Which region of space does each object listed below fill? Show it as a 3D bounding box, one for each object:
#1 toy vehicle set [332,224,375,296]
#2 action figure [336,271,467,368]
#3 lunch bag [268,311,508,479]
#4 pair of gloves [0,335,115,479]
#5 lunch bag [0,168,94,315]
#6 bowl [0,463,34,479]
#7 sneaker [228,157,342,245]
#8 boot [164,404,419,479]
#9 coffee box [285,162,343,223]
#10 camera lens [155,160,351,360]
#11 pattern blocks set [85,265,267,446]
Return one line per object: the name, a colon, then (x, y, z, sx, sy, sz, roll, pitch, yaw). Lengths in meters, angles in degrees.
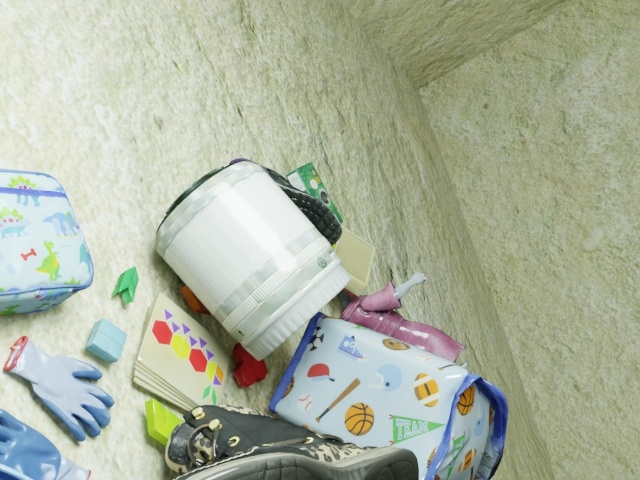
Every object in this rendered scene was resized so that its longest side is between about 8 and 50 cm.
toy vehicle set: (0.000, 0.000, 1.361, 0.267, 0.035, 0.166, 33, 33, -7)
action figure: (0.154, 0.223, 1.417, 0.370, 0.248, 0.275, 33, 56, 5)
lunch bag: (0.154, 0.313, 1.105, 0.238, 0.328, 0.385, -62, 144, -14)
pair of gloves: (-0.320, 0.214, 0.689, 0.159, 0.023, 0.198, 47, 29, -29)
lunch bag: (-0.384, -0.002, 0.689, 0.219, 0.090, 0.176, 1, 63, -63)
bowl: (-0.321, 0.343, 0.391, 0.391, 0.077, 0.391, 25, 46, -30)
sneaker: (-0.073, -0.093, 1.279, 0.283, 0.107, 0.124, 32, 22, -17)
boot: (-0.091, 0.284, 0.711, 0.378, 0.284, 0.138, 9, 84, -47)
coffee box: (-0.015, -0.107, 1.549, 0.184, 0.040, 0.113, 61, 26, -6)
camera lens: (-0.112, 0.025, 0.971, 0.274, 0.219, 0.219, 48, 25, 3)
pattern blocks set: (-0.208, 0.186, 0.918, 0.324, 0.026, 0.285, 52, 25, -23)
